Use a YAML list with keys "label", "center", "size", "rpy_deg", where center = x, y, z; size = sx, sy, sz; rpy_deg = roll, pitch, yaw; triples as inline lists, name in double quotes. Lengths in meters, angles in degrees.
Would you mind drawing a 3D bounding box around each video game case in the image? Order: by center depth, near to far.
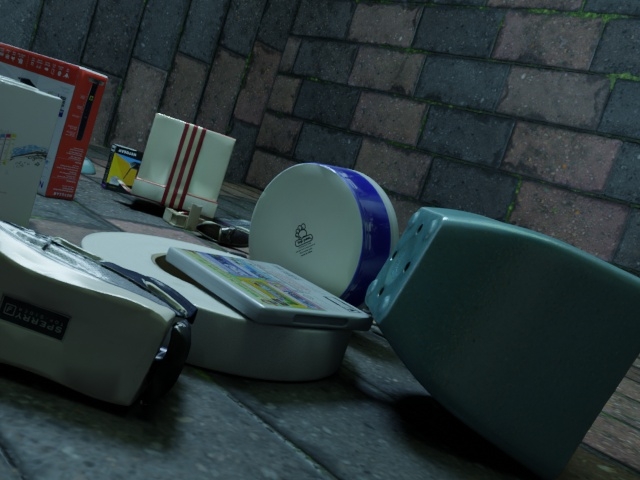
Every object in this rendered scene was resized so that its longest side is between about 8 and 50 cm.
- label: "video game case"
  center: [-0.067, 0.063, 0.834]
  size: [0.193, 0.023, 0.212]
  rpy_deg: [12, 10, -45]
- label: "video game case"
  center: [-0.158, -0.013, 1.904]
  size: [0.274, 0.026, 0.196]
  rpy_deg: [21, 7, 20]

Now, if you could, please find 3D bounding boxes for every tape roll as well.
- label: "tape roll"
  center: [-0.143, 0.081, 0.890]
  size: [0.392, 0.072, 0.392]
  rpy_deg: [18, 7, -2]

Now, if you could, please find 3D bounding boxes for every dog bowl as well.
- label: "dog bowl"
  center: [0.000, 0.000, 1.120]
  size: [0.265, 0.265, 0.104]
  rpy_deg: [23, 11, 38]

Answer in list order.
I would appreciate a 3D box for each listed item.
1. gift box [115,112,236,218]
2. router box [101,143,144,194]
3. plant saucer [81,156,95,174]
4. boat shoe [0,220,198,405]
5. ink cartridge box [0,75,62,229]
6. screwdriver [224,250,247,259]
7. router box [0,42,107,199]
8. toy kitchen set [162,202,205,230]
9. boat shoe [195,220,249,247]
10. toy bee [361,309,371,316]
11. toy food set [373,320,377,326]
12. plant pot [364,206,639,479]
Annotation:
- label: "gift box"
  center: [-0.399, -0.201, 1.772]
  size: [0.276, 0.258, 0.255]
  rpy_deg: [16, 6, -10]
- label: "router box"
  center: [-0.550, -0.202, 1.927]
  size: [0.179, 0.133, 0.046]
  rpy_deg: [13, 8, -38]
- label: "plant saucer"
  center: [-0.891, -0.283, 2.096]
  size: [0.318, 0.043, 0.317]
  rpy_deg: [17, 6, -2]
- label: "boat shoe"
  center: [-0.279, 0.052, 0.619]
  size: [0.340, 0.127, 0.158]
  rpy_deg: [26, 0, 0]
- label: "ink cartridge box"
  center: [-0.557, -0.156, 1.031]
  size: [0.171, 0.232, 0.168]
  rpy_deg: [23, 7, 39]
- label: "screwdriver"
  center: [-0.231, 0.025, 1.351]
  size: [0.170, 0.025, 0.024]
  rpy_deg: [15, 7, -34]
- label: "router box"
  center: [-0.683, -0.288, 1.524]
  size: [0.335, 0.301, 0.082]
  rpy_deg: [21, 6, 28]
- label: "toy kitchen set"
  center: [-0.345, -0.069, 1.647]
  size: [0.083, 0.068, 0.075]
  rpy_deg: [14, 8, -40]
- label: "boat shoe"
  center: [-0.234, -0.012, 1.564]
  size: [0.152, 0.056, 0.049]
  rpy_deg: [10, 8, 18]
- label: "toy bee"
  center: [0.137, 0.071, 1.387]
  size: [0.195, 0.162, 0.298]
  rpy_deg: [19, 6, -11]
- label: "toy food set"
  center: [0.183, 0.176, 1.208]
  size: [0.132, 0.038, 0.192]
  rpy_deg: [14, 8, 36]
- label: "plant pot"
  center: [0.199, 0.086, 0.789]
  size: [0.252, 0.248, 0.247]
  rpy_deg: [30, 5, -7]
